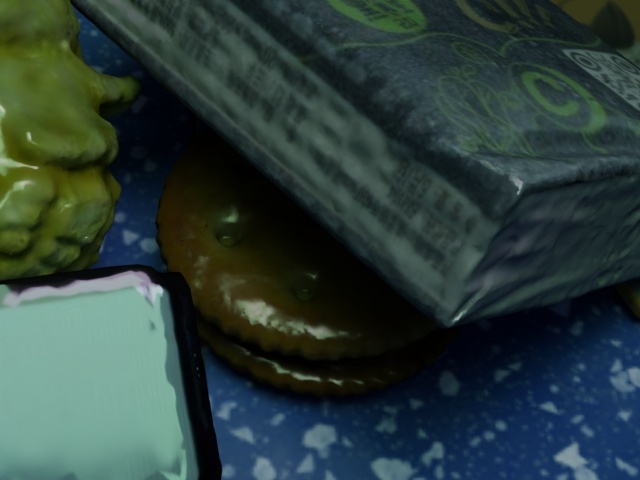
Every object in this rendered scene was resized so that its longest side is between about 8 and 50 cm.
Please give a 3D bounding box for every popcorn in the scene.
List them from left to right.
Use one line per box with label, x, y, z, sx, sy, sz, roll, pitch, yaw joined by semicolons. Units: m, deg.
popcorn;-0.245;-0.059;0.911;0.256;0.195;0.255;37;67;18

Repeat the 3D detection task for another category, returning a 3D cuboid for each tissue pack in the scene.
tissue pack;0.047;-0.122;0.951;0.394;0.124;0.288;43;32;27

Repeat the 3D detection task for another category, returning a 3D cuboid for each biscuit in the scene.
biscuit;0.000;0.000;0.976;0.220;0.066;0.220;4;51;-4

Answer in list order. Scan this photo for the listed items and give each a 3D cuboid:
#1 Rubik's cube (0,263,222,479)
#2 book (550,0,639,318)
Rubik's cube;-0.187;0.186;0.639;0.293;0.288;0.283;-11;80;-13
book;0.239;-0.136;1.129;0.269;0.032;0.389;-22;62;-22
